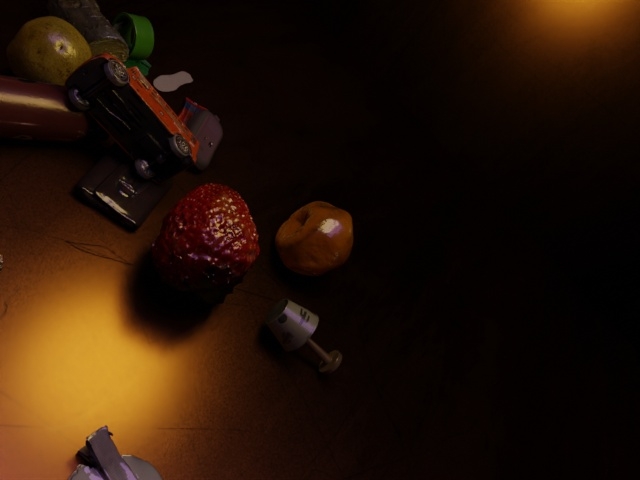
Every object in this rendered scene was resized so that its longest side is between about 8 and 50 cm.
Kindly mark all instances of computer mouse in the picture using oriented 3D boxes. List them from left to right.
[{"bbox_3d":[-0.357,-0.302,1.646,0.120,0.057,0.232,53,31,-34],"label":"computer mouse"}]

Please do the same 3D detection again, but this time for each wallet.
[{"bbox_3d":[-0.486,-0.142,1.382,0.182,0.049,0.229,38,37,-17],"label":"wallet"}]

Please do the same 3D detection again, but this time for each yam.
[{"bbox_3d":[-0.672,-0.604,1.572,0.254,0.154,0.154,51,35,9],"label":"yam"}]

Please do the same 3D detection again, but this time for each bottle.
[{"bbox_3d":[-0.655,-0.301,1.295,0.336,0.144,0.144,-3,57,-51],"label":"bottle"}]

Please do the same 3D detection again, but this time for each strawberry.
[{"bbox_3d":[-0.264,-0.006,1.291,0.238,0.250,0.288,19,65,-29],"label":"strawberry"}]

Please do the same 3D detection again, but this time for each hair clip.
[{"bbox_3d":[-0.339,0.430,0.951,0.220,0.054,0.140,52,31,5],"label":"hair clip"}]

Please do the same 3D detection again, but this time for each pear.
[{"bbox_3d":[-0.669,-0.452,1.385,0.197,0.197,0.197,27,39,-24],"label":"pear"}]

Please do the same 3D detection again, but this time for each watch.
[{"bbox_3d":[-0.564,-0.599,1.676,0.131,0.152,0.165,-9,60,-53],"label":"watch"}]

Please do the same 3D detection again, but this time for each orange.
[{"bbox_3d":[0.000,0.000,1.594,0.183,0.249,0.249,49,31,-24],"label":"orange"}]

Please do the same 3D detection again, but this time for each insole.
[{"bbox_3d":[-0.484,-0.525,1.809,0.065,0.004,0.197,43,35,-4],"label":"insole"}]

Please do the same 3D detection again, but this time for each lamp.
[{"bbox_3d":[-0.037,0.245,1.391,0.215,0.121,0.121,46,34,-16],"label":"lamp"}]

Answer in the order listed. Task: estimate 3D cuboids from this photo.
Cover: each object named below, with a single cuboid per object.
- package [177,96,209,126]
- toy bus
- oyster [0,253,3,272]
[{"bbox_3d":[-0.409,-0.382,1.725,0.083,0.022,0.200,31,38,-20],"label":"package"},{"bbox_3d":[-0.449,-0.307,1.348,0.329,0.143,0.153,51,25,-31],"label":"toy bus"},{"bbox_3d":[-0.642,0.048,1.050,0.054,0.019,0.083,44,35,-1],"label":"oyster"}]
